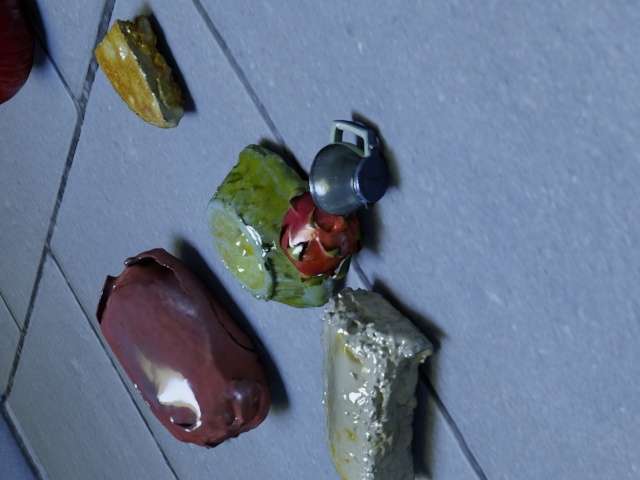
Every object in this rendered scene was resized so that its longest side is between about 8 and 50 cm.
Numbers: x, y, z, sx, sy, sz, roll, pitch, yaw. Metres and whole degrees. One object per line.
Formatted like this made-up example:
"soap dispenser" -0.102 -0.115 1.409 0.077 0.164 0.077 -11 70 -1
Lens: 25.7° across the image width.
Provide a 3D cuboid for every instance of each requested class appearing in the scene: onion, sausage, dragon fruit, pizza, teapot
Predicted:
"onion" -0.493 -0.304 1.954 0.248 0.161 0.248 38 150 26
"sausage" -0.173 0.137 1.763 0.280 0.152 0.152 51 153 23
"dragon fruit" 0.000 -0.001 1.363 0.081 0.086 0.116 18 153 8
"pizza" -0.205 -0.200 1.617 0.175 0.046 0.134 49 152 30
"teapot" 0.029 -0.066 1.281 0.057 0.066 0.088 4 95 41

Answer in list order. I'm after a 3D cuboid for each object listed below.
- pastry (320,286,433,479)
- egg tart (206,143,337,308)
"pastry" 0.051 0.160 1.425 0.258 0.089 0.121 94 154 -43
"egg tart" -0.056 -0.001 1.483 0.197 0.078 0.197 46 153 33
